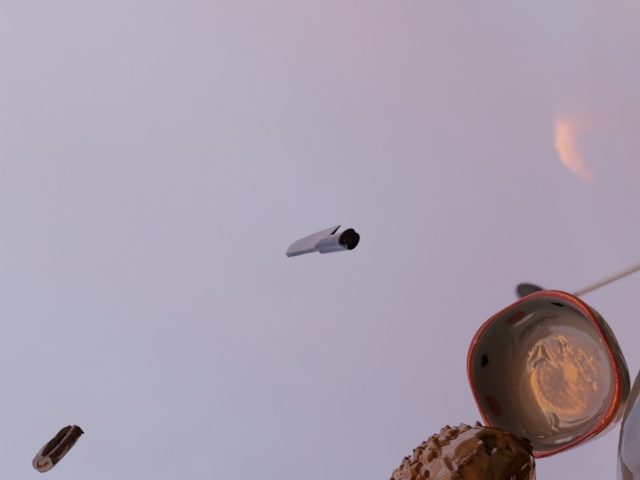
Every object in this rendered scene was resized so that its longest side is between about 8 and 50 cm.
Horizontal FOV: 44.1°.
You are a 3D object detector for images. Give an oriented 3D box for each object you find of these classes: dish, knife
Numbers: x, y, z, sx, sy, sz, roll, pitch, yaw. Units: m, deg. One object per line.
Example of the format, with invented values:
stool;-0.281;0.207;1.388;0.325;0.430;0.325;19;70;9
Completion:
dish;0.362;0.209;1.219;0.117;0.256;0.256;15;-125;-46
knife;0.000;0.000;1.191;0.028;0.230;0.060;48;-113;-14

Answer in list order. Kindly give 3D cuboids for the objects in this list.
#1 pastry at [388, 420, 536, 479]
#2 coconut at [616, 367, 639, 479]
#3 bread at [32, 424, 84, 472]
pastry;0.154;0.374;0.980;0.255;0.161;0.311;15;-94;-58
coconut;0.360;0.179;0.581;0.323;0.323;0.323;24;-130;-33
bread;-0.419;0.330;1.258;0.036;0.047;0.083;51;-150;-6
